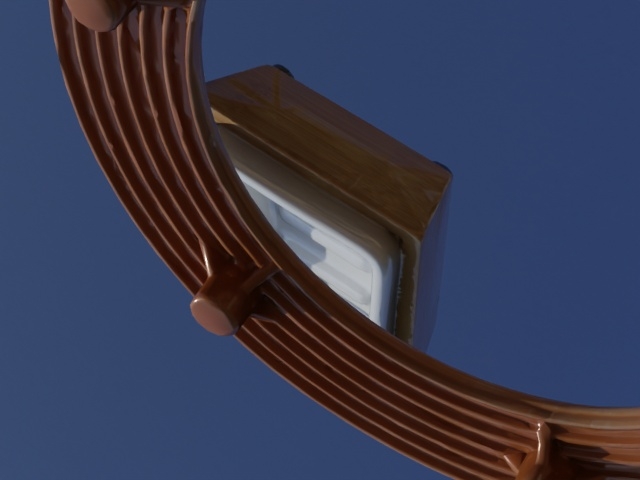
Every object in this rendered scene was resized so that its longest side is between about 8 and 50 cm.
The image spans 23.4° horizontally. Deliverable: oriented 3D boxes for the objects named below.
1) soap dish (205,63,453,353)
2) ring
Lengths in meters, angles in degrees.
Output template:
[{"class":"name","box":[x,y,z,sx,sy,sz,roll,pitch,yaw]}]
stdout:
[{"class":"soap dish","box":[0.000,0.000,1.301,0.229,0.291,0.118,32,-116,19]},{"class":"ring","box":[0.050,-0.016,0.487,0.336,0.336,0.032,52,-130,-20]}]
